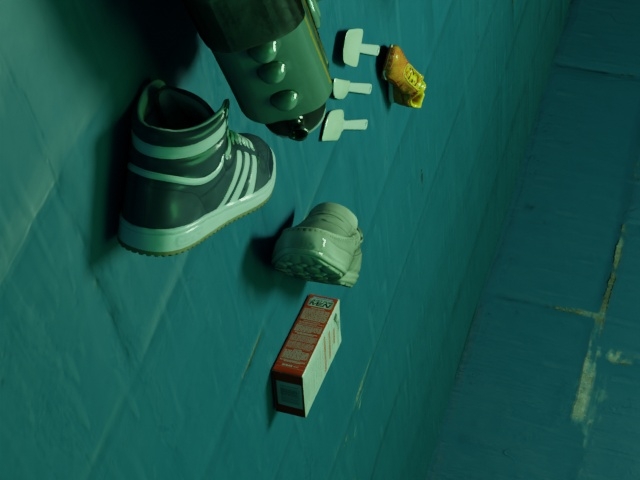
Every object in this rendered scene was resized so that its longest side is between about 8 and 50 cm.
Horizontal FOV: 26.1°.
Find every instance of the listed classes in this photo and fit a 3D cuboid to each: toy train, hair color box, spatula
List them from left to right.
[{"bbox_3d":[-0.067,-0.231,1.323,0.334,0.142,0.190,67,8,-61],"label":"toy train"},{"bbox_3d":[-0.019,0.171,2.064,0.167,0.053,0.093,-61,156,-44],"label":"hair color box"},{"bbox_3d":[0.054,-0.235,2.085,0.242,0.019,0.168,-19,119,-72],"label":"spatula"}]

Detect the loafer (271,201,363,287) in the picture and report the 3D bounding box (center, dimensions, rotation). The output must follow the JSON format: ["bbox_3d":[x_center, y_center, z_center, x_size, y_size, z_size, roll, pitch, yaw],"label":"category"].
[{"bbox_3d":[0.000,0.000,1.917,0.319,0.112,0.111,35,63,-82],"label":"loafer"}]

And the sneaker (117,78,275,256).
[{"bbox_3d":[-0.114,-0.101,1.421,0.282,0.099,0.153,-44,145,-59],"label":"sneaker"}]

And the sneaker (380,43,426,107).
[{"bbox_3d":[0.140,-0.274,2.279,0.175,0.067,0.064,52,53,-69],"label":"sneaker"}]
